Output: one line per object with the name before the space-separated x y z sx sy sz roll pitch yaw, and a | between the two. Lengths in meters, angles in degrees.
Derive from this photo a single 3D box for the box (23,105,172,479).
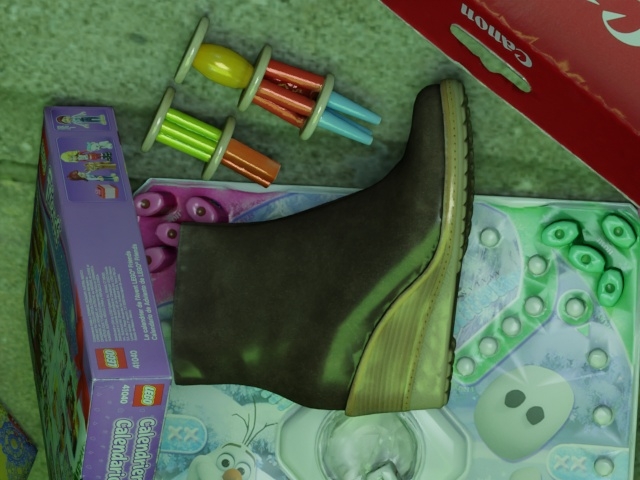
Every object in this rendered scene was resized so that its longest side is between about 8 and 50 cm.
box | -0.167 0.069 1.448 0.057 0.293 0.201 -1 132 -15

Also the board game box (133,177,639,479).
board game box | 0.037 0.157 1.488 0.390 0.050 0.390 3 93 10

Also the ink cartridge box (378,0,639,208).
ink cartridge box | 0.151 -0.198 1.178 0.309 0.272 0.130 36 127 -17

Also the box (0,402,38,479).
box | -0.444 0.169 1.659 0.279 0.177 0.290 -18 121 24

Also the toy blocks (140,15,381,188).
toy blocks | -0.042 -0.083 1.451 0.148 0.054 0.123 24 128 -7

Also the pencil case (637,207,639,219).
pencil case | 0.298 -0.078 1.360 0.095 0.098 0.209 44 133 18

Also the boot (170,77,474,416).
boot | 0.000 0.000 1.414 0.207 0.090 0.248 7 99 8
